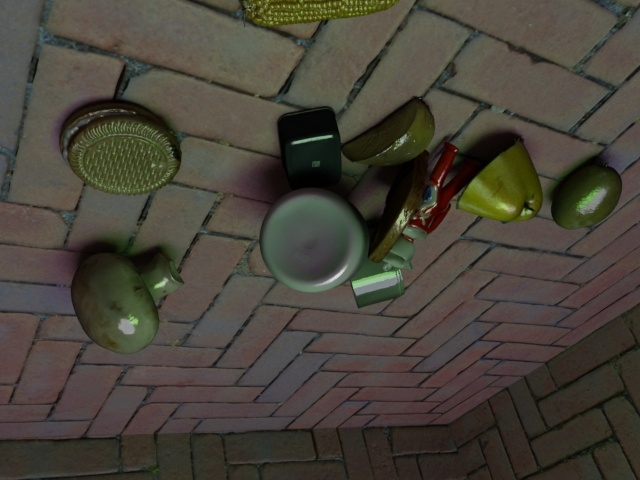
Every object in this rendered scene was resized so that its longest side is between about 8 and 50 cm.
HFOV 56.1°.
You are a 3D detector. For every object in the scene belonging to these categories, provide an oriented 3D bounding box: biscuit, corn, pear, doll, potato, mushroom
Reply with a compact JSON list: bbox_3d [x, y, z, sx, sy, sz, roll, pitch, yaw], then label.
[{"bbox_3d":[-0.441,-0.197,1.336,0.259,0.079,0.259,-10,145,-7],"label":"biscuit"},{"bbox_3d":[0.195,-0.095,1.571,0.052,0.277,0.262,25,134,-6],"label":"biscuit"},{"bbox_3d":[0.002,-0.457,1.116,0.306,0.106,0.106,-7,145,-12],"label":"corn"},{"bbox_3d":[0.518,-0.127,1.643,0.267,0.178,0.267,-38,161,-15],"label":"pear"},{"bbox_3d":[0.284,-0.075,1.642,0.188,0.099,0.383,27,97,-49],"label":"doll"},{"bbox_3d":[0.186,-0.236,1.507,0.243,0.098,0.138,-30,145,23],"label":"potato"},{"bbox_3d":[-0.524,0.160,1.665,0.290,0.297,0.297,-26,153,-29],"label":"mushroom"},{"bbox_3d":[0.819,-0.136,1.836,0.174,0.159,0.251,-21,144,-36],"label":"potato"}]

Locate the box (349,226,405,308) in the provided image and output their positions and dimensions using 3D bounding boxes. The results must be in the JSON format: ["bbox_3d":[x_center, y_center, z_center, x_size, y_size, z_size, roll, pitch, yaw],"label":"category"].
[{"bbox_3d":[0.153,0.079,1.821,0.150,0.226,0.226,-15,146,1],"label":"box"}]

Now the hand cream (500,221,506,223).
[{"bbox_3d":[0.596,-0.112,1.891,0.083,0.048,0.224,-24,151,13],"label":"hand cream"}]

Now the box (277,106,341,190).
[{"bbox_3d":[-0.023,-0.214,1.461,0.145,0.090,0.201,-10,146,-6],"label":"box"}]

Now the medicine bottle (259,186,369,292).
[{"bbox_3d":[0.000,0.000,1.555,0.256,0.255,0.325,-22,176,10],"label":"medicine bottle"}]
